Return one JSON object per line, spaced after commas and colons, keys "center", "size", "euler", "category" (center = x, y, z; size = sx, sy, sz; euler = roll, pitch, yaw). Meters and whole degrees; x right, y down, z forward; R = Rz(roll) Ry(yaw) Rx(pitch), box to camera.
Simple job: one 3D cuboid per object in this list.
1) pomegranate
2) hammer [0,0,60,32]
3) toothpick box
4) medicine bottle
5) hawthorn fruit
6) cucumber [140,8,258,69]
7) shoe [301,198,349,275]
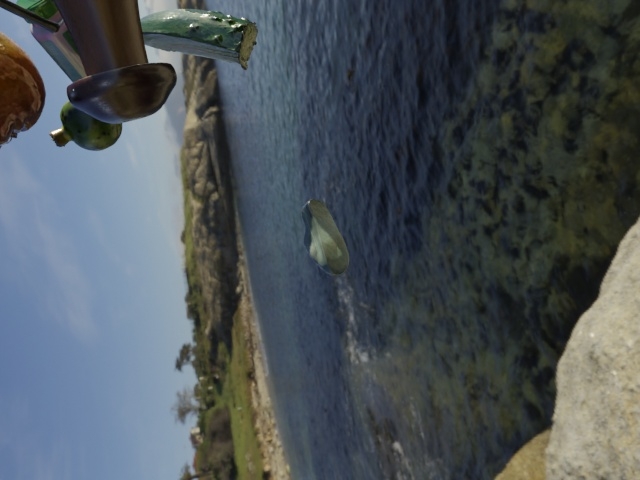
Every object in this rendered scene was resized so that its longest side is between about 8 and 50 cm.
{"center": [-0.550, -0.276, 1.331], "size": [0.122, 0.169, 0.143], "euler": [27, 149, 28], "category": "pomegranate"}
{"center": [-0.650, -0.479, 1.131], "size": [0.246, 0.103, 0.029], "euler": [17, -124, -56], "category": "hammer"}
{"center": [-0.371, -0.358, 0.982], "size": [0.192, 0.192, 0.294], "euler": [-146, 42, -76], "category": "toothpick box"}
{"center": [-0.658, -0.524, 1.465], "size": [0.274, 0.133, 0.133], "euler": [61, -169, -55], "category": "medicine bottle"}
{"center": [-1.103, -0.470, 1.706], "size": [0.472, 0.472, 0.471], "euler": [171, 90, -79], "category": "hawthorn fruit"}
{"center": [-0.320, -0.520, 1.381], "size": [0.105, 0.325, 0.145], "euler": [70, -145, -67], "category": "cucumber"}
{"center": [0.000, 0.000, 1.306], "size": [0.078, 0.079, 0.195], "euler": [-38, 65, 46], "category": "shoe"}
